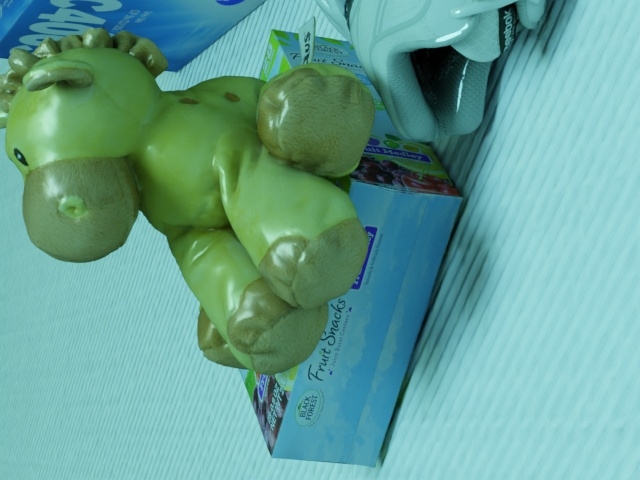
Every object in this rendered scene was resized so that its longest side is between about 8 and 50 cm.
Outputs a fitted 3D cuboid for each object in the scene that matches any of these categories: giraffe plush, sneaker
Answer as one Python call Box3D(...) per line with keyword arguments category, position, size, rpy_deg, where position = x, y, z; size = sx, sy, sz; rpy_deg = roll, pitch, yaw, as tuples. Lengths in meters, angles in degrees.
Box3D(category="giraffe plush", position=(-0.082, -0.042, 1.020), size=(0.181, 0.170, 0.210), rpy_deg=(122, 151, -47))
Box3D(category="sneaker", position=(0.078, -0.161, 0.935), size=(0.292, 0.110, 0.118), rpy_deg=(109, 153, -54))

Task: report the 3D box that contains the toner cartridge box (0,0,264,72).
Box3D(category="toner cartridge box", position=(-0.139, -0.202, 1.485), size=(0.348, 0.165, 0.075), rpy_deg=(157, 113, -70))

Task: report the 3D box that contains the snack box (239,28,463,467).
Box3D(category="snack box", position=(0.000, 0.000, 1.136), size=(0.207, 0.070, 0.174), rpy_deg=(-115, 37, -60))
